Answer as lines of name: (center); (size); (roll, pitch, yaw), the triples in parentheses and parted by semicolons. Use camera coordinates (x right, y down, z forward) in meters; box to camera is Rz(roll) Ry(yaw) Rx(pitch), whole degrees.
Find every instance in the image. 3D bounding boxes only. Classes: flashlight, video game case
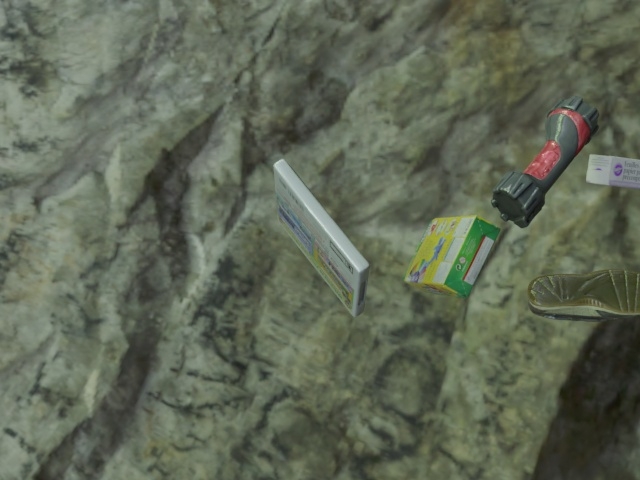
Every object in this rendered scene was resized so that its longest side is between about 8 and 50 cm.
flashlight: (0.437, -0.162, 1.806); (0.304, 0.103, 0.103); (-45, -37, -30)
video game case: (0.000, 0.000, 1.394); (0.023, 0.212, 0.193); (-34, -20, -14)

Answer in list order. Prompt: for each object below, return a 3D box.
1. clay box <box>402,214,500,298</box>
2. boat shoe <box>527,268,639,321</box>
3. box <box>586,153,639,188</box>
clay box: (0.212, 0.026, 1.546); (0.053, 0.222, 0.127); (28, -96, -10)
boat shoe: (0.461, 0.098, 1.553); (0.073, 0.224, 0.080); (76, -164, -61)
box: (0.718, -0.143, 2.024); (0.324, 0.067, 0.063); (3, -84, -34)
